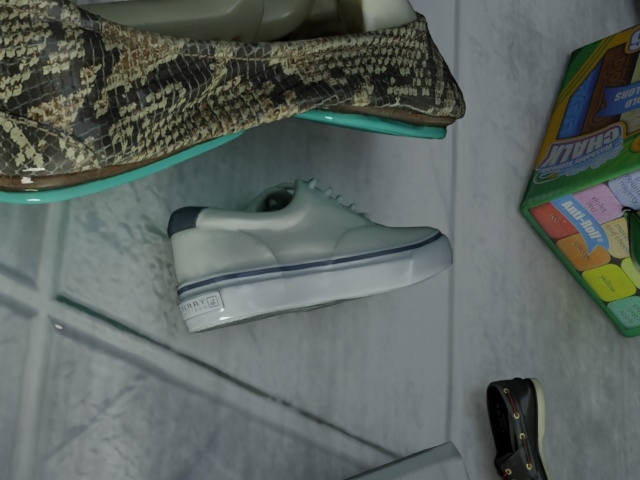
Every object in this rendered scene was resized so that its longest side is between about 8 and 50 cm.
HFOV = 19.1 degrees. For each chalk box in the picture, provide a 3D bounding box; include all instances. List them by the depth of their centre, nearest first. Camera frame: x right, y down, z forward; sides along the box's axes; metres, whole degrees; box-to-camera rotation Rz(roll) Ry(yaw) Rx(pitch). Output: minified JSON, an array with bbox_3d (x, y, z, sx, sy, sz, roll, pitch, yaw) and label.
[{"bbox_3d":[0.304,-0.044,1.641,0.180,0.179,0.289,50,43,-24],"label":"chalk box"}]

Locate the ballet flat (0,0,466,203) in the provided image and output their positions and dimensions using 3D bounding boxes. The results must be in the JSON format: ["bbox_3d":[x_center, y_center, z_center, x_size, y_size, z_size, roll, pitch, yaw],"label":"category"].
[{"bbox_3d":[-0.050,-0.138,1.249,0.483,0.164,0.182,-11,111,-50],"label":"ballet flat"}]

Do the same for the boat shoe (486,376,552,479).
[{"bbox_3d":[0.153,0.172,1.466,0.042,0.049,0.133,-2,80,-22],"label":"boat shoe"}]

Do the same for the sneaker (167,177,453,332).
[{"bbox_3d":[0.000,0.000,1.319,0.258,0.094,0.091,-8,84,-51],"label":"sneaker"}]

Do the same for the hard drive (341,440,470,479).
[{"bbox_3d":[0.024,0.265,1.269,0.307,0.040,0.203,-12,82,-52],"label":"hard drive"}]
